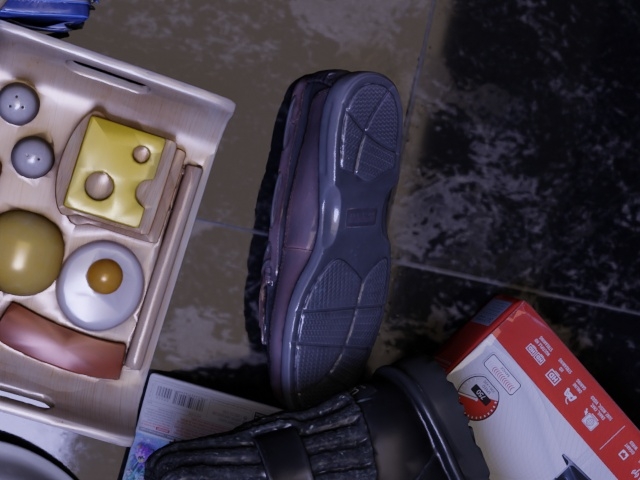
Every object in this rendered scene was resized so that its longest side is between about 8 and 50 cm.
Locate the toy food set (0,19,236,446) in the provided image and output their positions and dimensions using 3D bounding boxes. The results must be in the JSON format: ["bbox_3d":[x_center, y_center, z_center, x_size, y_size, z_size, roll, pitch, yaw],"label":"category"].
[{"bbox_3d":[-0.216,-0.005,1.242,0.219,0.092,0.306,17,90,-12],"label":"toy food set"}]

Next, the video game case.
[{"bbox_3d":[-0.093,0.201,1.276,0.157,0.019,0.143,14,87,19],"label":"video game case"}]

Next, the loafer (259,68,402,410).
[{"bbox_3d":[0.000,0.000,1.303,0.109,0.095,0.303,5,97,-42],"label":"loafer"}]

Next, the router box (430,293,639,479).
[{"bbox_3d":[0.170,0.271,1.343,0.301,0.082,0.335,-43,100,-6],"label":"router box"}]

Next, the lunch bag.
[{"bbox_3d":[-0.232,-0.206,1.241,0.098,0.067,0.065,2,93,-13],"label":"lunch bag"}]

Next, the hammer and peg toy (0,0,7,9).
[{"bbox_3d":[-0.293,-0.303,1.129,0.127,0.266,0.361,-33,101,-48],"label":"hammer and peg toy"}]

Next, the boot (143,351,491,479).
[{"bbox_3d":[0.027,0.283,1.187,0.260,0.131,0.348,-23,87,-24],"label":"boot"}]

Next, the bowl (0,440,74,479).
[{"bbox_3d":[-0.288,0.315,1.200,0.297,0.134,0.298,-1,93,-22],"label":"bowl"}]
